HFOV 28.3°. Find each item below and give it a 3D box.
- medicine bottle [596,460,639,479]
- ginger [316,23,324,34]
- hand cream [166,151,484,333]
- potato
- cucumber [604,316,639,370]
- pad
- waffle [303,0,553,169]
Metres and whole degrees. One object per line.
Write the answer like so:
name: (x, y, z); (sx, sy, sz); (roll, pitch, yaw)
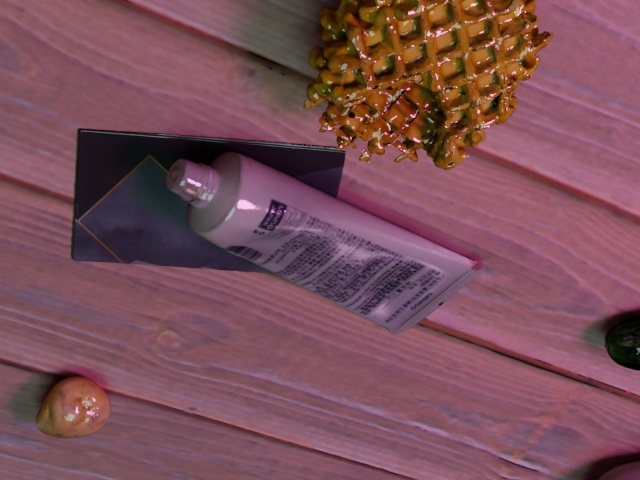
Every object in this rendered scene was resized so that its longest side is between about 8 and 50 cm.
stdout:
medicine bottle: (0.502, 0.353, 1.515); (0.375, 0.123, 0.282); (-6, 133, 1)
ginger: (0.036, -0.153, 1.066); (0.097, 0.030, 0.048); (17, 131, -24)
hand cream: (0.000, 0.000, 1.187); (0.341, 0.077, 0.124); (25, 125, -36)
potato: (-0.260, 0.177, 1.329); (0.083, 0.062, 0.068); (-23, 118, 43)
cucumber: (0.415, 0.100, 1.309); (0.241, 0.074, 0.074); (-7, 133, 2)
pad: (-0.107, -0.031, 1.182); (0.243, 0.004, 0.163); (4, 132, -9)
waffle: (0.087, -0.144, 1.028); (0.193, 0.070, 0.197); (-1, 126, -22)
